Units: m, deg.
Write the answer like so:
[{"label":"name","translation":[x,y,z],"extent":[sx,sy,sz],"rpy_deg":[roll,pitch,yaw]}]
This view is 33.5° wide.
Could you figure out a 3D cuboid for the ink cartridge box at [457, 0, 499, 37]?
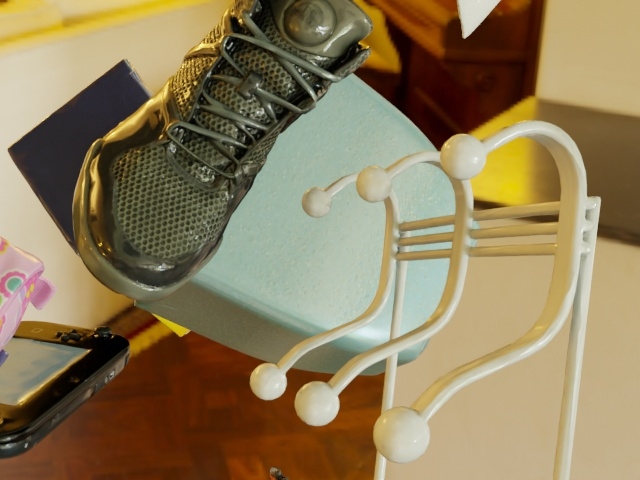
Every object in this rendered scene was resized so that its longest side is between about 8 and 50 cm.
[{"label":"ink cartridge box","translation":[0.226,-0.427,1.215],"extent":[0.119,0.353,0.207],"rpy_deg":[38,-4,17]}]

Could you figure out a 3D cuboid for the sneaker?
[{"label":"sneaker","translation":[-0.049,-0.072,0.571],"extent":[0.087,0.130,0.227],"rpy_deg":[38,47,-8]}]

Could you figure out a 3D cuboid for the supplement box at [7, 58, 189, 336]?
[{"label":"supplement box","translation":[-0.224,-0.044,1.446],"extent":[0.195,0.356,0.194],"rpy_deg":[-38,65,-3]}]

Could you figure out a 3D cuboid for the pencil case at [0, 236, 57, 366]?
[{"label":"pencil case","translation":[-0.339,-0.012,0.785],"extent":[0.284,0.124,0.124],"rpy_deg":[37,23,-6]}]

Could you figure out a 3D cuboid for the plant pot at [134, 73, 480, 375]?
[{"label":"plant pot","translation":[0.000,0.000,1.013],"extent":[0.252,0.247,0.247],"rpy_deg":[30,-18,-4]}]

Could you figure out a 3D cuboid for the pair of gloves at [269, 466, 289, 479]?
[{"label":"pair of gloves","translation":[-0.006,0.178,0.675],"extent":[0.010,0.083,0.074],"rpy_deg":[-36,-7,-11]}]

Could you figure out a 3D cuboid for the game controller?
[{"label":"game controller","translation":[-0.329,0.149,1.136],"extent":[0.167,0.067,0.319],"rpy_deg":[16,15,8]}]

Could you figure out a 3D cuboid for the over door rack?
[{"label":"over door rack","translation":[0.043,0.119,0.517],"extent":[0.108,0.324,0.239],"rpy_deg":[-4,-1,-16]}]
